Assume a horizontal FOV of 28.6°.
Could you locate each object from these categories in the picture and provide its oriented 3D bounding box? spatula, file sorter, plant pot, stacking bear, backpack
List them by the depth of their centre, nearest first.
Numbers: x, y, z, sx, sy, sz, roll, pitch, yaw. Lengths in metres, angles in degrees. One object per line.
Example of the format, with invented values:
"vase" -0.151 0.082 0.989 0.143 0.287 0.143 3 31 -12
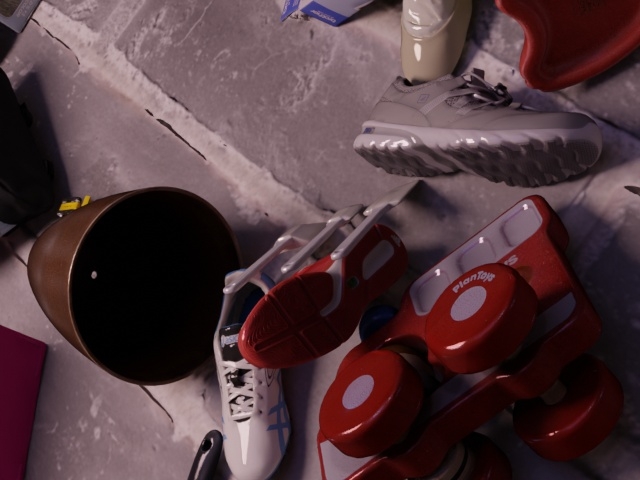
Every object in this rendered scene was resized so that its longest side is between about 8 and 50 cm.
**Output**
"spatula" 0.000 0.000 1.277 0.168 0.242 0.019 -18 102 24
"stacking bear" 0.239 -0.324 1.287 0.164 0.175 0.289 -20 48 11
"spatula" -0.168 0.339 1.330 0.084 0.030 0.296 15 77 46
"plant pot" -0.239 0.041 1.435 0.230 0.215 0.215 7 72 53
"file sorter" -0.509 0.185 1.485 0.182 0.291 0.202 -12 61 34
"backpack" -0.571 -0.057 1.697 0.355 0.273 0.290 -43 56 27

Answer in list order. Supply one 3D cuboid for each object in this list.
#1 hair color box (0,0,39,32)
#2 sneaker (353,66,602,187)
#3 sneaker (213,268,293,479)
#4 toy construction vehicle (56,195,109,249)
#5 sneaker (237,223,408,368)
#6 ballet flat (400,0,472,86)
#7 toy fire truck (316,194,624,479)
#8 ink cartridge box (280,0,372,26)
"hair color box" -0.547 -0.475 1.948 0.374 0.113 0.185 31 88 40
"sneaker" 0.158 -0.128 1.276 0.281 0.105 0.115 8 73 39
"sneaker" -0.080 0.142 1.329 0.085 0.086 0.237 -16 61 27
"toy construction vehicle" -0.297 -0.017 1.601 0.098 0.035 0.086 -7 53 30
"sneaker" -0.014 0.074 1.270 0.087 0.221 0.128 57 145 2
"ballet flat" 0.130 -0.290 1.390 0.086 0.086 0.248 3 70 37
"toy fire truck" 0.122 0.109 1.172 0.302 0.169 0.254 -39 25 16
"ink cartridge box" 0.063 -0.365 1.434 0.311 0.065 0.186 -18 54 59
